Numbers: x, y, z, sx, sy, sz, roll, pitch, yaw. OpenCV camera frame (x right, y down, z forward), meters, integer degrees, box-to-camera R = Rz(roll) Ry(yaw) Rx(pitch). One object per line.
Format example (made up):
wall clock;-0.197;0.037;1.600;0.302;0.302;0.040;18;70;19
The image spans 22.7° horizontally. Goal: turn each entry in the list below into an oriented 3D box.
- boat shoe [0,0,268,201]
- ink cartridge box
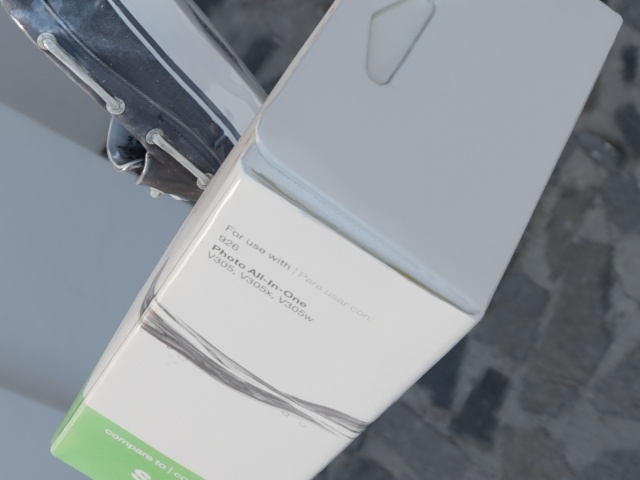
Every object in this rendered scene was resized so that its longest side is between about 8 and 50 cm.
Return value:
boat shoe;-0.087;-0.074;1.015;0.102;0.301;0.108;-35;44;6
ink cartridge box;0.000;0.000;0.782;0.211;0.121;0.289;-60;6;-37
